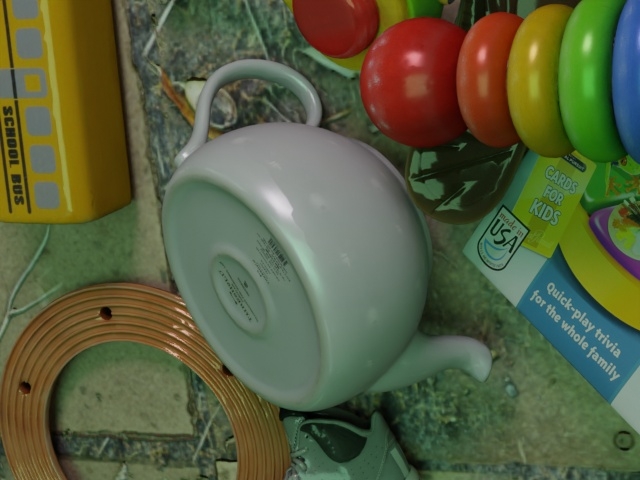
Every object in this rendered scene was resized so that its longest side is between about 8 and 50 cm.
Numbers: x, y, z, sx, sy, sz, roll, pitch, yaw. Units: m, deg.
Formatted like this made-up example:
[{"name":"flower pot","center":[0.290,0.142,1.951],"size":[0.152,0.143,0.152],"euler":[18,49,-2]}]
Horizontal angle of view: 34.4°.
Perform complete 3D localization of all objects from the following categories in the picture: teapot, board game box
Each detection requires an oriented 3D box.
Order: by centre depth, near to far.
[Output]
[{"name":"board game box","center":[0.281,-0.045,0.728],"size":[0.254,0.079,0.336],"euler":[49,119,38]},{"name":"teapot","center":[0.000,0.000,0.858],"size":[0.252,0.187,0.256],"euler":[24,133,43]}]

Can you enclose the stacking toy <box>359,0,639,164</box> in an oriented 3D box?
[{"name":"stacking toy","center":[0.169,-0.100,0.643],"size":[0.330,0.141,0.141],"euler":[3,106,33]}]

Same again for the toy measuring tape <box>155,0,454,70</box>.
[{"name":"toy measuring tape","center":[-0.009,-0.187,0.823],"size":[0.330,0.121,0.122],"euler":[1,106,45]}]

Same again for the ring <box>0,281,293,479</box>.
[{"name":"ring","center":[-0.180,0.202,1.056],"size":[0.336,0.032,0.337],"euler":[6,106,19]}]

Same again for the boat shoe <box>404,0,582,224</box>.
[{"name":"boat shoe","center":[0.152,-0.156,0.796],"size":[0.109,0.098,0.302],"euler":[25,99,2]}]

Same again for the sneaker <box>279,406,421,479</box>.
[{"name":"sneaker","center":[-0.032,0.221,0.955],"size":[0.228,0.086,0.132],"euler":[-24,97,-2]}]

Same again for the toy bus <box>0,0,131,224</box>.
[{"name":"toy bus","center":[-0.262,-0.187,0.938],"size":[0.130,0.108,0.333],"euler":[2,105,19]}]
